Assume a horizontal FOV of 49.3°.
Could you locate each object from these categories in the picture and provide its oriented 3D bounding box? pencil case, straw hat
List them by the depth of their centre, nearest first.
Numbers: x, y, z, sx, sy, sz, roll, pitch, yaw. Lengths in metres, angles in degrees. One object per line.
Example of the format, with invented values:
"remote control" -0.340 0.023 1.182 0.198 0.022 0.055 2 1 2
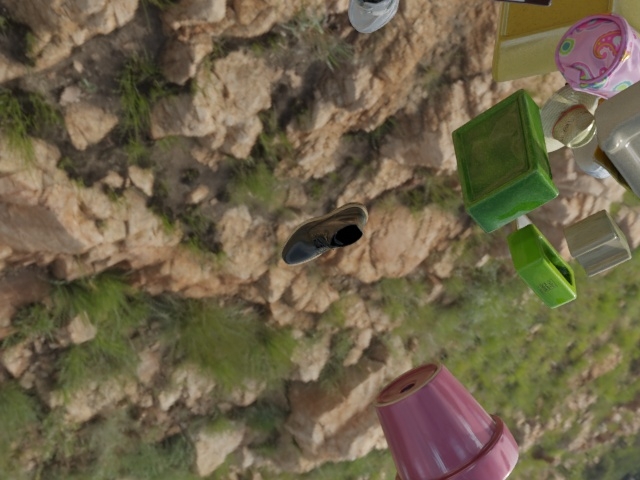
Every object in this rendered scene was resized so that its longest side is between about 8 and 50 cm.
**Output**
"pencil case" 0.494 -0.255 1.100 0.284 0.124 0.124 14 119 -40
"straw hat" 0.429 -0.192 1.177 0.145 0.061 0.144 -16 135 -17

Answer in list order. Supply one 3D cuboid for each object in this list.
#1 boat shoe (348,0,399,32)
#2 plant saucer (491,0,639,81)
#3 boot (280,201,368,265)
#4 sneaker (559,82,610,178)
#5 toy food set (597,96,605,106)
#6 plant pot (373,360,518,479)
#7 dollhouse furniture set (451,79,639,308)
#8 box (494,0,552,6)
"boat shoe" 0.095 -0.428 1.170 0.088 0.096 0.267 -43 -177 -25
"plant saucer" 0.486 -0.507 1.379 0.081 0.333 0.332 20 75 -44
"boot" 0.000 0.000 1.351 0.198 0.137 0.077 -35 103 14
"sneaker" 0.550 -0.230 1.444 0.086 0.237 0.085 21 142 -41
"toy food set" 0.632 -0.412 1.639 0.105 0.232 0.111 -31 170 6
"plant pot" 0.184 0.302 1.110 0.201 0.180 0.201 -31 -179 1
"dollhouse furniture set" 0.322 -0.087 0.734 0.301 0.151 0.197 -31 122 29
"box" 0.178 -0.377 0.716 0.167 0.169 0.203 78 26 -56
